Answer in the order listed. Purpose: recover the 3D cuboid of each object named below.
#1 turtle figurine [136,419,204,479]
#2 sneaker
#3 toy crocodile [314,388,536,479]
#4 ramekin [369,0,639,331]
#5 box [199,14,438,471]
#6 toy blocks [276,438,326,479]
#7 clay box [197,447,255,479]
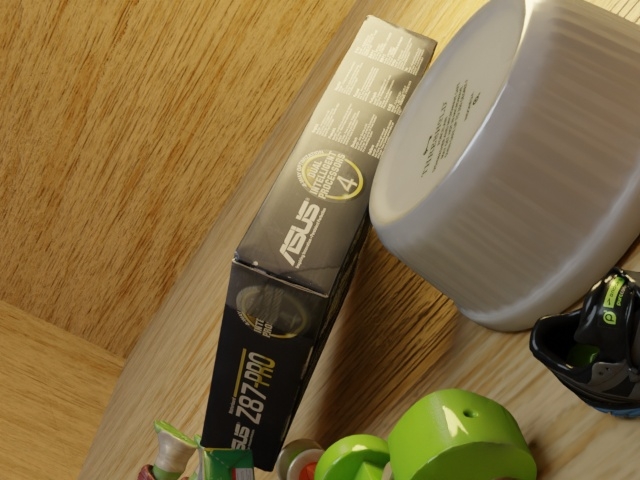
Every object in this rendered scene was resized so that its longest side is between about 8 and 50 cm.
[{"bbox_3d":[-0.253,0.368,1.110,0.266,0.197,0.274,-60,17,-8],"label":"turtle figurine"},{"bbox_3d":[0.173,0.048,0.414,0.188,0.078,0.067,-34,31,62],"label":"sneaker"},{"bbox_3d":[0.024,0.250,0.552,0.341,0.105,0.115,-65,13,7],"label":"toy crocodile"},{"bbox_3d":[0.147,-0.074,0.654,0.273,0.127,0.273,-56,15,23],"label":"ramekin"},{"bbox_3d":[0.000,0.000,0.882,0.318,0.097,0.395,110,-176,-49],"label":"box"},{"bbox_3d":[-0.016,0.254,0.756,0.123,0.054,0.148,-64,13,-6],"label":"toy blocks"},{"bbox_3d":[-0.100,0.320,0.794,0.127,0.053,0.222,-103,21,-51],"label":"clay box"}]
